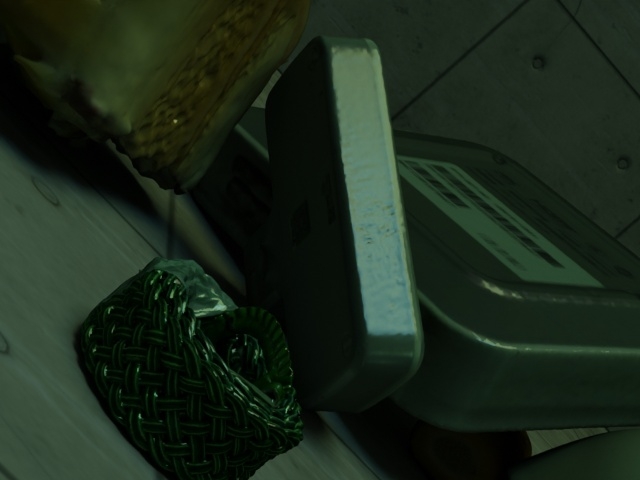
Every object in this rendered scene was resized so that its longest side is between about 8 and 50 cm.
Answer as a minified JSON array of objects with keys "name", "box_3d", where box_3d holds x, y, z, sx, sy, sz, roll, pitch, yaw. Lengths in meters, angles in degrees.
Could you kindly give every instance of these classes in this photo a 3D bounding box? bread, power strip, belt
[{"name":"bread","box_3d":[0.145,0.189,1.451,0.092,0.074,0.239,46,7,15]},{"name":"power strip","box_3d":[0.001,0.000,1.184,0.059,0.193,0.265,3,67,-25]},{"name":"bread","box_3d":[-0.132,-0.198,1.128,0.211,0.270,0.316,34,0,14]},{"name":"belt","box_3d":[-0.062,0.063,0.848,0.121,0.079,0.151,45,7,-24]}]

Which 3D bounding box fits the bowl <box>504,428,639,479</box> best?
[{"name":"bowl","box_3d":[0.318,0.292,1.290,0.354,0.185,0.354,56,9,-14]}]

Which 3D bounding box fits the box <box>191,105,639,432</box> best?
[{"name":"box","box_3d":[0.133,0.019,1.406,0.396,0.111,0.396,4,30,-43]}]
